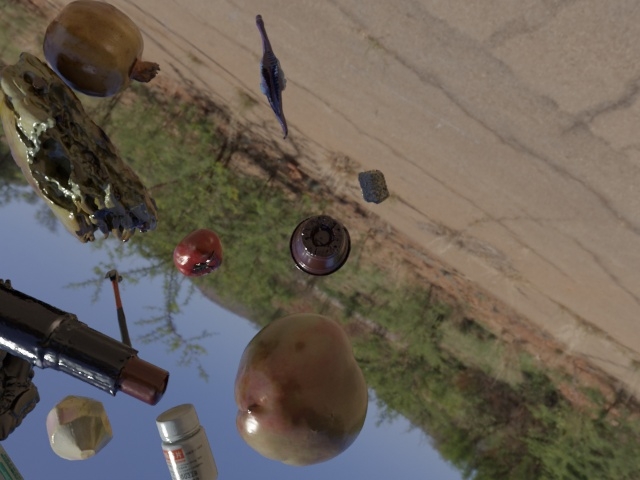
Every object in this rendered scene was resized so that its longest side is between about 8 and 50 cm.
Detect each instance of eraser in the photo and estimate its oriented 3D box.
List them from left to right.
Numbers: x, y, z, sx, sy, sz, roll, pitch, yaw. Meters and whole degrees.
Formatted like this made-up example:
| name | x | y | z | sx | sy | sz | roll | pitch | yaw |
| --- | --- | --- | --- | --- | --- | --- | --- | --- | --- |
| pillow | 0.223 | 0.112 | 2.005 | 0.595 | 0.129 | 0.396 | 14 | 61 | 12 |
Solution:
| name | x | y | z | sx | sy | sz | roll | pitch | yaw |
| --- | --- | --- | --- | --- | --- | --- | --- | --- | --- |
| eraser | -0.867 | 0.628 | 1.552 | 0.225 | 0.052 | 0.095 | 55 | 167 | 2 |

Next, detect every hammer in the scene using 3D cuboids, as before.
| name | x | y | z | sx | sy | sz | roll | pitch | yaw |
| --- | --- | --- | --- | --- | --- | --- | --- | --- | --- |
| hammer | -0.659 | 0.226 | 1.886 | 0.111 | 0.033 | 0.288 | 90 | 162 | -66 |

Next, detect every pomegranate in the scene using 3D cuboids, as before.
| name | x | y | z | sx | sy | sz | roll | pitch | yaw |
| --- | --- | --- | --- | --- | --- | --- | --- | --- | --- |
| pomegranate | -0.472 | -0.397 | 1.202 | 0.207 | 0.207 | 0.207 | 32 | 174 | 4 |

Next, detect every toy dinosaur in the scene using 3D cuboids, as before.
| name | x | y | z | sx | sy | sz | roll | pitch | yaw |
| --- | --- | --- | --- | --- | --- | --- | --- | --- | --- |
| toy dinosaur | -0.076 | -0.252 | 0.899 | 0.045 | 0.198 | 0.080 | -12 | -179 | 1 |

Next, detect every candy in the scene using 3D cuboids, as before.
| name | x | y | z | sx | sy | sz | roll | pitch | yaw |
| --- | --- | --- | --- | --- | --- | --- | --- | --- | --- |
| candy | 0.167 | -0.172 | 1.829 | 0.095 | 0.085 | 0.110 | 10 | 119 | 47 |

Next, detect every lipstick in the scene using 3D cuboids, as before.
| name | x | y | z | sx | sy | sz | roll | pitch | yaw |
| --- | --- | --- | --- | --- | --- | --- | --- | --- | --- |
| lipstick | -0.339 | 0.137 | 0.761 | 0.299 | 0.081 | 0.081 | 22 | 173 | 5 |

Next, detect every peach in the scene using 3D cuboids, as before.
| name | x | y | z | sx | sy | sz | roll | pitch | yaw |
| --- | --- | --- | --- | --- | --- | --- | --- | --- | --- |
| peach | -0.039 | 0.288 | 1.112 | 0.247 | 0.292 | 0.292 | -3 | 159 | 23 |

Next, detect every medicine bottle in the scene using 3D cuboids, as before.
| name | x | y | z | sx | sy | sz | roll | pitch | yaw |
| --- | --- | --- | --- | --- | --- | --- | --- | --- | --- |
| medicine bottle | -0.426 | 0.662 | 1.833 | 0.144 | 0.144 | 0.252 | -173 | 68 | -76 |

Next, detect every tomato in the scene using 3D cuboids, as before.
| name | x | y | z | sx | sy | sz | roll | pitch | yaw |
| --- | --- | --- | --- | --- | --- | --- | --- | --- | --- |
| tomato | -0.440 | 0.040 | 2.064 | 0.187 | 0.187 | 0.151 | 44 | -156 | -63 |

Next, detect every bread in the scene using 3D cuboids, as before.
| name | x | y | z | sx | sy | sz | roll | pitch | yaw |
| --- | --- | --- | --- | --- | --- | --- | --- | --- | --- |
| bread | -0.510 | -0.157 | 1.179 | 0.314 | 0.191 | 0.370 | 50 | 168 | 19 |

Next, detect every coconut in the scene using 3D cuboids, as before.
| name | x | y | z | sx | sy | sz | roll | pitch | yaw |
| --- | --- | --- | --- | --- | --- | --- | --- | --- | --- |
| coconut | -0.828 | 0.643 | 1.969 | 0.237 | 0.197 | 0.237 | 44 | 141 | 51 |

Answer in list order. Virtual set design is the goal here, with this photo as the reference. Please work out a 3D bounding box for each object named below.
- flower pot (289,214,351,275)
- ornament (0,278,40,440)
| name | x | y | z | sx | sy | sz | roll | pitch | yaw |
| --- | --- | --- | --- | --- | --- | --- | --- | --- | --- |
| flower pot | 0.000 | 0.000 | 0.966 | 0.111 | 0.111 | 0.089 | 32 | 169 | 6 |
| ornament | -0.600 | 0.209 | 1.078 | 0.106 | 0.261 | 0.251 | 4 | -173 | -11 |
